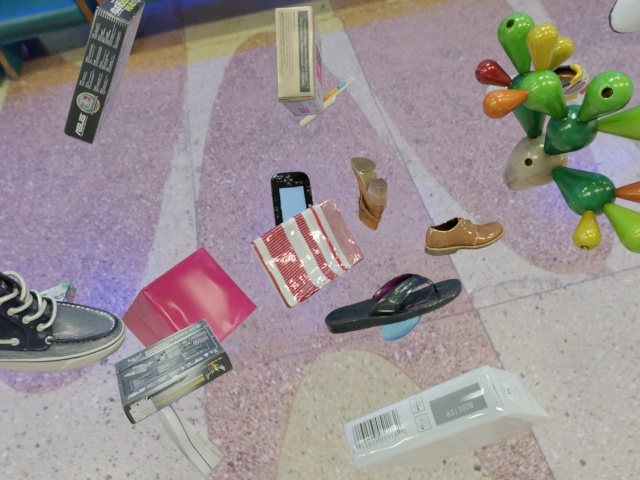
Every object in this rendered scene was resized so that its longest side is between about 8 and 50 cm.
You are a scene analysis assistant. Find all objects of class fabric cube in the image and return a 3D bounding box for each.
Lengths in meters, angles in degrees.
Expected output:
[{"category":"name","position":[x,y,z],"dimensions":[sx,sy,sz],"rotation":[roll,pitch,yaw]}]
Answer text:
[{"category":"fabric cube","position":[-0.405,0.227,1.434],"dimensions":[0.258,0.259,0.254],"rotation":[47,46,-1]}]

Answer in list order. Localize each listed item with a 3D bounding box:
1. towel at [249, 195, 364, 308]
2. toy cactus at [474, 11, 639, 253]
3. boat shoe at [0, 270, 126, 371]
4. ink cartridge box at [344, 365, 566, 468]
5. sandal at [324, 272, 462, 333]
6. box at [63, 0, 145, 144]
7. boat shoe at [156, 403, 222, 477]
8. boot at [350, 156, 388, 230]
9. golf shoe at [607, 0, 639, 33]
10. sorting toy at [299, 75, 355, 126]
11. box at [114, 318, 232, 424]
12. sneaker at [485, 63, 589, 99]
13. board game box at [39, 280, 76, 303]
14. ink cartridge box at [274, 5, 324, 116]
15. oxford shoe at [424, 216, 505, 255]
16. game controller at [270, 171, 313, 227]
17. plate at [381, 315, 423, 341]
[{"category":"towel","position":[-0.031,0.031,1.446],"dimensions":[0.328,0.037,0.237],"rotation":[-32,96,-30]},{"category":"toy cactus","position":[0.198,-0.075,0.397],"dimensions":[0.112,0.180,0.219],"rotation":[-36,80,-5]},{"category":"boat shoe","position":[-0.492,0.124,0.768],"dimensions":[0.340,0.158,0.127],"rotation":[2,37,-35]},{"category":"ink cartridge box","position":[0.283,0.362,0.932],"dimensions":[0.308,0.384,0.091],"rotation":[-35,54,27]},{"category":"sandal","position":[0.216,0.183,1.446],"dimensions":[0.444,0.107,0.167],"rotation":[-17,13,11]},{"category":"box","position":[-0.451,-0.369,0.980],"dimensions":[0.060,0.270,0.216],"rotation":[20,31,-23]},{"category":"boat shoe","position":[-0.341,0.507,1.225],"dimensions":[0.095,0.258,0.084],"rotation":[10,40,42]},{"category":"boot","position":[0.127,-0.137,1.334],"dimensions":[0.072,0.153,0.197],"rotation":[-8,43,-14]},{"category":"golf shoe","position":[0.499,-0.355,0.646],"dimensions":[0.077,0.198,0.094],"rotation":[49,53,-10]},{"category":"sorting toy","position":[0.021,-0.525,1.737],"dimensions":[0.192,0.038,0.208],"rotation":[-26,23,43]},{"category":"box","position":[-0.335,0.285,1.051],"dimensions":[0.230,0.056,0.183],"rotation":[-26,25,-21]},{"category":"sneaker","position":[0.507,-0.376,1.105],"dimensions":[0.225,0.092,0.088],"rotation":[-4,81,30]},{"category":"board game box","position":[-0.710,0.180,1.131],"dimensions":[0.201,0.035,0.136],"rotation":[-21,29,-10]},{"category":"ink cartridge box","position":[-0.044,-0.411,1.104],"dimensions":[0.088,0.235,0.194],"rotation":[-2,97,5]},{"category":"oxford shoe","position":[0.343,-0.022,1.089],"dimensions":[0.212,0.076,0.076],"rotation":[-12,20,-18]},{"category":"game controller","position":[-0.110,-0.132,1.911],"dimensions":[0.166,0.067,0.320],"rotation":[-8,76,0]},{"category":"plate","position":[0.294,0.292,1.645],"dimensions":[0.024,0.188,0.188],"rotation":[49,66,-14]}]
